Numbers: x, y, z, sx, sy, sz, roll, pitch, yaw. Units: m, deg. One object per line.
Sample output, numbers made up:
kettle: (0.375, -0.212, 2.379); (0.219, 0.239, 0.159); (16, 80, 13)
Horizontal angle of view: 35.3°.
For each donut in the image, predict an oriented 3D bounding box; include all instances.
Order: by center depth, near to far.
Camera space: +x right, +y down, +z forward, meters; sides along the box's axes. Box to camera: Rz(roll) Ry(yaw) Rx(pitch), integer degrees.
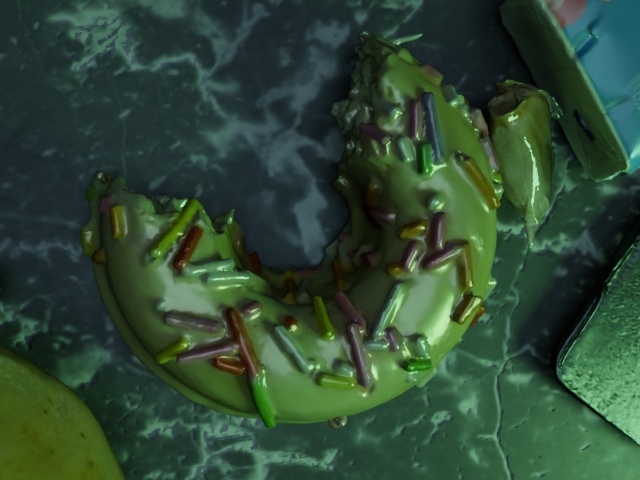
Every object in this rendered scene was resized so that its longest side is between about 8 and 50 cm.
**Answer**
donut: (-0.004, 0.010, 0.881); (0.371, 0.150, 0.307); (-28, 95, -7)

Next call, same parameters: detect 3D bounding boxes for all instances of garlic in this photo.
garlic: (0.184, -0.080, 0.944); (0.084, 0.066, 0.152); (-37, 123, -43)

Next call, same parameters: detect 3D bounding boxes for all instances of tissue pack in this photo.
tissue pack: (0.334, -0.205, 0.930); (0.269, 0.137, 0.209); (-30, 97, -7)

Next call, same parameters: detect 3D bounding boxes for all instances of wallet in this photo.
wallet: (0.364, 0.044, 0.988); (0.172, 0.045, 0.318); (37, 86, -10)

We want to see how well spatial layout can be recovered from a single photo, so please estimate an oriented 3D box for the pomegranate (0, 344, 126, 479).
pomegranate: (-0.308, 0.217, 0.786); (0.338, 0.338, 0.338); (0, 92, -8)
